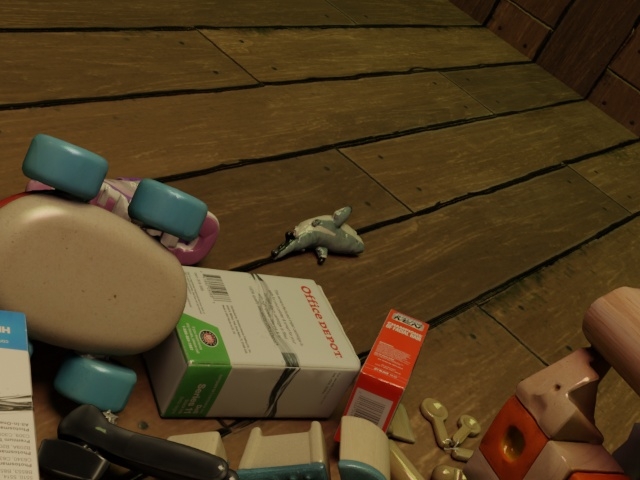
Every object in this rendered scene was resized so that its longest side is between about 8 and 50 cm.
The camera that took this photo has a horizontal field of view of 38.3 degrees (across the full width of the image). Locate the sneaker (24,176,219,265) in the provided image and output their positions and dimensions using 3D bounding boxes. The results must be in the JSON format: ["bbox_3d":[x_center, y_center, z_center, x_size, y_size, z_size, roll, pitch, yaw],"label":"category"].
[{"bbox_3d":[-0.243,-0.038,1.106,0.236,0.095,0.104,13,27,-35],"label":"sneaker"}]

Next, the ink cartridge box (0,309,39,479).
[{"bbox_3d":[-0.275,0.170,0.691,0.086,0.148,0.203,12,33,-29],"label":"ink cartridge box"}]

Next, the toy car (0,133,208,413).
[{"bbox_3d":[-0.266,0.021,0.922,0.210,0.219,0.238,24,-4,-34],"label":"toy car"}]

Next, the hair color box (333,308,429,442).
[{"bbox_3d":[0.071,0.154,1.023,0.053,0.093,0.167,22,23,7],"label":"hair color box"}]

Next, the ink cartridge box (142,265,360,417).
[{"bbox_3d":[-0.082,0.112,1.007,0.209,0.086,0.153,8,36,-32],"label":"ink cartridge box"}]

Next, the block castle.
[{"bbox_3d":[0.256,0.277,0.686,0.303,0.453,0.213,13,26,-28],"label":"block castle"}]

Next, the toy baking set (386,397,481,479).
[{"bbox_3d":[0.158,0.261,1.042,0.197,0.030,0.256,-2,42,-43],"label":"toy baking set"}]

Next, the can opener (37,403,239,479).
[{"bbox_3d":[-0.157,0.190,0.806,0.186,0.059,0.073,8,67,18],"label":"can opener"}]

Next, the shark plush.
[{"bbox_3d":[0.000,0.000,1.287,0.161,0.073,0.067,-13,80,-56],"label":"shark plush"}]

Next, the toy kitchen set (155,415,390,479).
[{"bbox_3d":[-0.031,0.269,0.839,0.207,0.166,0.122,-8,30,9],"label":"toy kitchen set"}]
